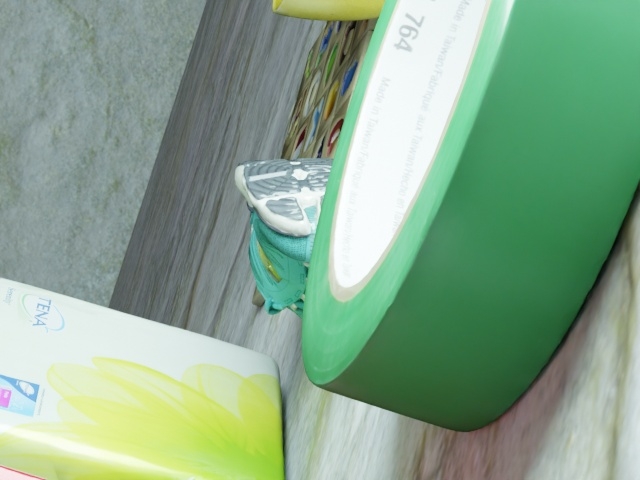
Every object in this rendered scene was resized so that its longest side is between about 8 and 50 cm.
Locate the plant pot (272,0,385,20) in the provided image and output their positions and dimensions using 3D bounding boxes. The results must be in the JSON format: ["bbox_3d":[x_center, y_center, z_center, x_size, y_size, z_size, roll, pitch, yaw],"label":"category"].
[{"bbox_3d":[0.031,-0.214,1.385,0.134,0.095,0.134,-161,90,-81],"label":"plant pot"}]

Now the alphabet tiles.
[{"bbox_3d":[0.005,-0.122,1.630,0.285,0.011,0.343,130,156,-65],"label":"alphabet tiles"}]

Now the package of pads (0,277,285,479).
[{"bbox_3d":[-0.171,0.125,1.293,0.229,0.296,0.101,-95,23,-68],"label":"package of pads"}]

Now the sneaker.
[{"bbox_3d":[0.000,0.000,1.244,0.275,0.107,0.110,-164,72,-85],"label":"sneaker"}]

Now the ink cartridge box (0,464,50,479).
[{"bbox_3d":[-0.142,0.204,0.934,0.272,0.309,0.130,120,165,-49],"label":"ink cartridge box"}]

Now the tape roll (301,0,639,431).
[{"bbox_3d":[0.079,-0.072,0.898,0.321,0.077,0.321,-161,90,-80],"label":"tape roll"}]
